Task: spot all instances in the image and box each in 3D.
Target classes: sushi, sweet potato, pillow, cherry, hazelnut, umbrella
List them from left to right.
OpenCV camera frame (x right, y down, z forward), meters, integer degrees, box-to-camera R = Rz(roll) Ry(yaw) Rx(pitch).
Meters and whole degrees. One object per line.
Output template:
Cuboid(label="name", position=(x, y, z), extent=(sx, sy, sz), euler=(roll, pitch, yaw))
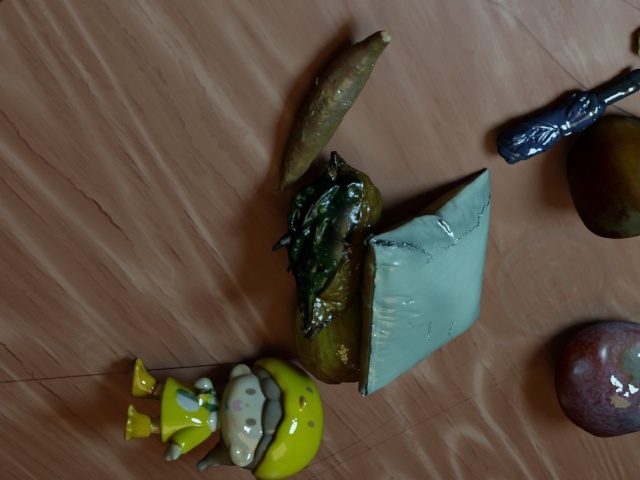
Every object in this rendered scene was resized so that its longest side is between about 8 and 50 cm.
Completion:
Cuboid(label="sushi", position=(0.001, 0.000, 1.531), extent=(0.140, 0.149, 0.287), euler=(3, 110, -54))
Cuboid(label="sweet potato", position=(0.003, -0.192, 1.437), extent=(0.072, 0.066, 0.314), euler=(24, 122, -20))
Cuboid(label="pillow", position=(0.170, 0.068, 1.583), extent=(0.312, 0.119, 0.310), euler=(-28, 129, -38))
Cuboid(label="umbrella", position=(0.392, -0.189, 1.523), extent=(0.248, 0.071, 0.071), euler=(-25, 129, 6))
Cuboid(label="cherry", position=(0.548, 0.260, 1.838), extent=(0.239, 0.206, 0.239), euler=(-9, 164, -3))
Cuboid(label="hazelnut", position=(0.485, -0.089, 1.533), extent=(0.208, 0.208, 0.208), euler=(-6, 129, -8))

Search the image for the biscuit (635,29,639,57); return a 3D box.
Cuboid(label="biscuit", position=(0.579, -0.332, 1.450), extent=(0.166, 0.036, 0.225), euler=(32, 123, -25))

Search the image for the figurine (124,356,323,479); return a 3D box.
Cuboid(label="figurine", position=(-0.162, 0.296, 1.704), extent=(0.343, 0.215, 0.187), euler=(11, 156, -11))

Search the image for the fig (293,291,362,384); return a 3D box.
Cuboid(label="fig", position=(0.016, 0.114, 1.649), extent=(0.159, 0.159, 0.257), euler=(-19, 110, 3))
